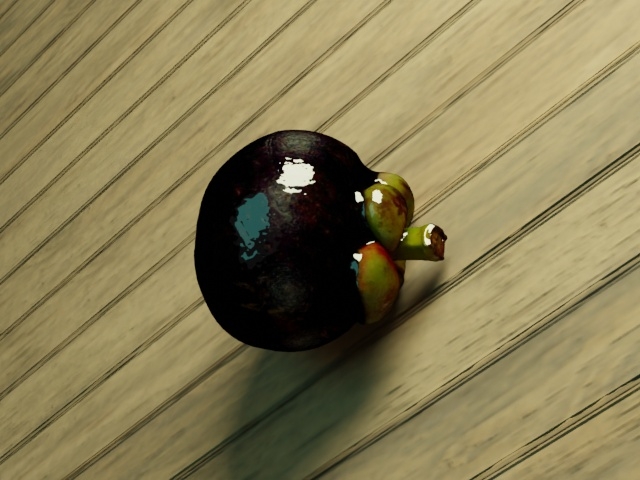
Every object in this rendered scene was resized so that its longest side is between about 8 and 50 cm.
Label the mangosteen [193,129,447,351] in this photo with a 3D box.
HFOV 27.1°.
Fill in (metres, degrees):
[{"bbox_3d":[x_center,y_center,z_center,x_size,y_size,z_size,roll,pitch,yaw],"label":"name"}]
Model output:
[{"bbox_3d":[0.000,0.000,0.793,0.151,0.137,0.137,1,63,12],"label":"mangosteen"}]
